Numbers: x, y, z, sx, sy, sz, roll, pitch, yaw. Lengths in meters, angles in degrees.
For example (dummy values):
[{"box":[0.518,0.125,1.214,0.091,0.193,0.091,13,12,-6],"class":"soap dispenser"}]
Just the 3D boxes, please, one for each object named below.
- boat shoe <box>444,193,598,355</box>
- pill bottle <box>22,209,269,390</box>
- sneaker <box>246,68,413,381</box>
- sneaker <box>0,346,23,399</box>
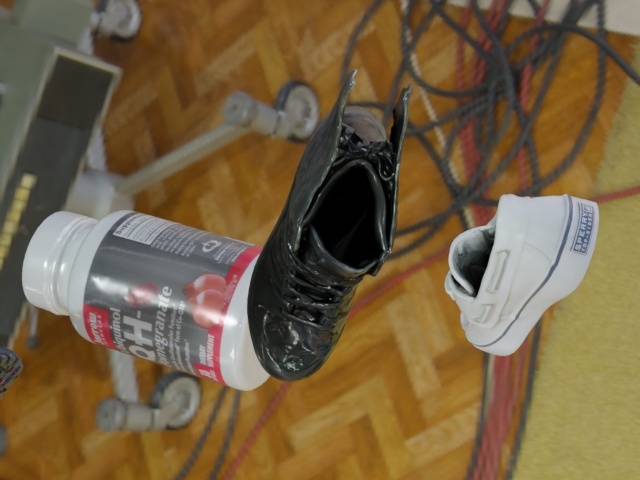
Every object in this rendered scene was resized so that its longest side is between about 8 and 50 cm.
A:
[{"box":[0.142,0.021,0.980,0.258,0.084,0.095,110,173,-65],"class":"boat shoe"},{"box":[-0.203,0.062,1.531,0.318,0.176,0.176,15,91,19],"class":"pill bottle"},{"box":[0.003,0.001,0.555,0.089,0.051,0.170,-96,21,-71],"class":"sneaker"},{"box":[-0.421,0.124,1.230,0.112,0.299,0.121,35,88,15],"class":"sneaker"}]
